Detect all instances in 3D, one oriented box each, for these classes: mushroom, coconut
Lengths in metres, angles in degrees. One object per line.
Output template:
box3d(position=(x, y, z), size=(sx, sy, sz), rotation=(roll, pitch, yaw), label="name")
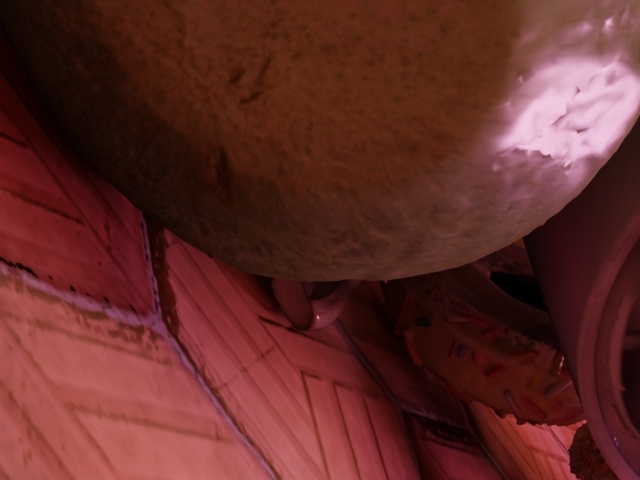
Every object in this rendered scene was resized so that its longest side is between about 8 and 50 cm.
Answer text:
box3d(position=(0.002, 0.003, 0.806), size=(0.059, 0.054, 0.202), rotation=(47, 19, -7), label="mushroom")
box3d(position=(0.006, -0.135, 0.663), size=(0.329, 0.281, 0.328), rotation=(14, 19, -5), label="coconut")

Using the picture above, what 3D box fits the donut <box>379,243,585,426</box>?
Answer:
box3d(position=(0.113, 0.055, 0.917), size=(0.175, 0.068, 0.174), rotation=(21, 21, -8), label="donut")

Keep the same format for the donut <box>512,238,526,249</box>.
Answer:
box3d(position=(0.220, 0.004, 1.519), size=(0.108, 0.065, 0.166), rotation=(36, 22, -55), label="donut")

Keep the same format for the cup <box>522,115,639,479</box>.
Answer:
box3d(position=(0.230, -0.035, 0.813), size=(0.253, 0.253, 0.371), rotation=(48, 16, -26), label="cup")

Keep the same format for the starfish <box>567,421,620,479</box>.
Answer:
box3d(position=(0.263, 0.165, 0.811), size=(0.294, 0.084, 0.301), rotation=(16, 13, 18), label="starfish")
